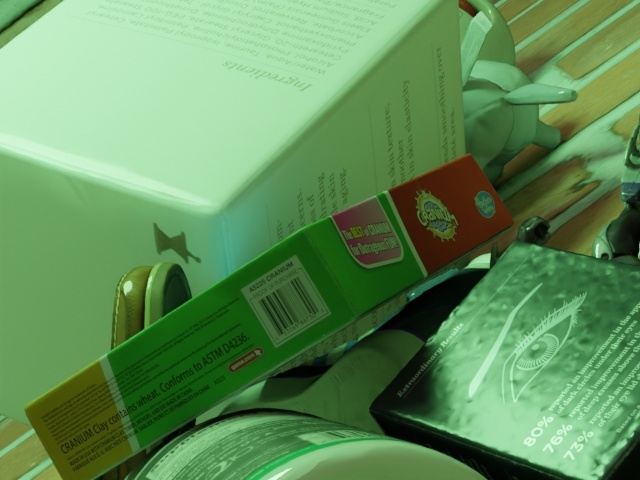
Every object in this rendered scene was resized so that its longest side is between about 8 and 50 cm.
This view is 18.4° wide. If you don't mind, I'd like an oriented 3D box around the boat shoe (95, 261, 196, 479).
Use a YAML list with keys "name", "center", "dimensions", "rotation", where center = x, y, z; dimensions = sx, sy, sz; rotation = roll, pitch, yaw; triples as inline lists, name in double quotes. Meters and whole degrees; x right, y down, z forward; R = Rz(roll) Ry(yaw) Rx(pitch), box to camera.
- name: "boat shoe"
  center: [-0.153, 0.156, 1.531]
  dimensions: [0.104, 0.307, 0.111]
  rotation: [7, 26, 13]

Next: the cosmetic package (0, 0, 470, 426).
- name: "cosmetic package"
  center: [-0.098, -0.039, 1.791]
  dimensions: [0.327, 0.329, 0.394]
  rotation: [17, 42, 27]

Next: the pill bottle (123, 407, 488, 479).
- name: "pill bottle"
  center: [-0.017, 0.205, 1.161]
  dimensions: [0.204, 0.204, 0.361]
  rotation: [-39, 8, -12]

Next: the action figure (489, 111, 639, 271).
- name: "action figure"
  center: [0.220, 0.018, 1.394]
  dimensions: [0.185, 0.099, 0.285]
  rotation: [15, 39, 24]

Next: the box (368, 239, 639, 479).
- name: "box"
  center: [0.157, 0.100, 1.149]
  dimensions: [0.153, 0.108, 0.207]
  rotation: [-47, 31, -19]

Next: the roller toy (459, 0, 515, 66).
- name: "roller toy"
  center: [0.133, -0.219, 2.461]
  dimensions: [0.191, 0.209, 0.146]
  rotation: [-11, 25, 34]

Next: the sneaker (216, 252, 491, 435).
- name: "sneaker"
  center: [0.071, 0.115, 1.550]
  dimensions: [0.236, 0.130, 0.323]
  rotation: [-27, -7, -38]

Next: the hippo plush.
- name: "hippo plush"
  center: [0.121, -0.138, 2.072]
  dimensions: [0.294, 0.234, 0.236]
  rotation: [-52, -8, 25]

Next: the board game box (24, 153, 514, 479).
- name: "board game box"
  center: [-0.024, 0.048, 1.348]
  dimensions: [0.242, 0.064, 0.316]
  rotation: [-32, -3, 24]
